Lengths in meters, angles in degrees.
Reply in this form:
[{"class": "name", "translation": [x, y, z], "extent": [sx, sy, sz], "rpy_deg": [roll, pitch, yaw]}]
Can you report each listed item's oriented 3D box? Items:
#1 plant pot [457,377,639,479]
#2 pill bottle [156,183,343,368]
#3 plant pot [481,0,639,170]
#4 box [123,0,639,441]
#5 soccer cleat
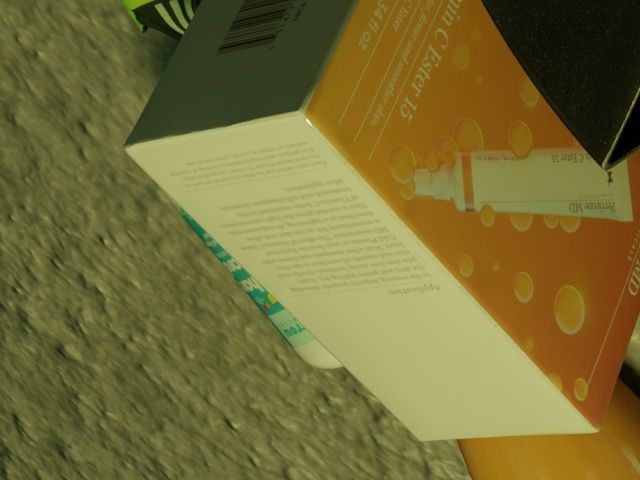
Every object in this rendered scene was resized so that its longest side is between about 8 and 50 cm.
[{"class": "plant pot", "translation": [0.209, 0.198, 1.569], "extent": [0.188, 0.205, 0.205], "rpy_deg": [58, 141, 7]}, {"class": "pill bottle", "translation": [0.000, 0.000, 1.592], "extent": [0.264, 0.146, 0.146], "rpy_deg": [50, 140, -8]}, {"class": "plant pot", "translation": [0.199, -0.190, 1.242], "extent": [0.167, 0.188, 0.187], "rpy_deg": [41, 142, 21]}, {"class": "box", "translation": [0.068, -0.046, 1.369], "extent": [0.168, 0.215, 0.345], "rpy_deg": [-7, 138, 43]}, {"class": "soccer cleat", "translation": [-0.086, -0.182, 1.580], "extent": [0.179, 0.060, 0.072], "rpy_deg": [16, 143, 38]}]
